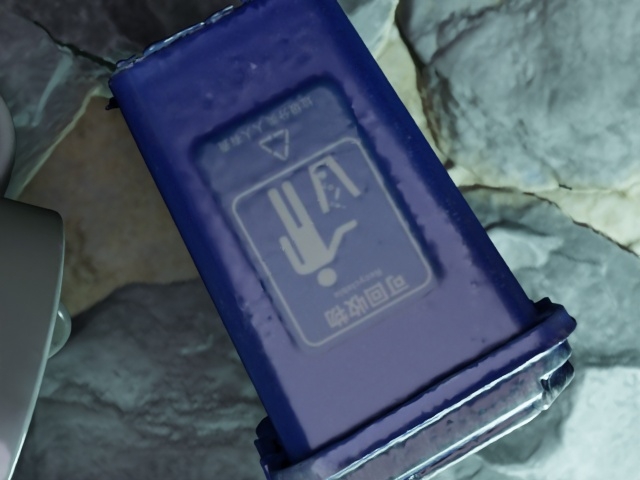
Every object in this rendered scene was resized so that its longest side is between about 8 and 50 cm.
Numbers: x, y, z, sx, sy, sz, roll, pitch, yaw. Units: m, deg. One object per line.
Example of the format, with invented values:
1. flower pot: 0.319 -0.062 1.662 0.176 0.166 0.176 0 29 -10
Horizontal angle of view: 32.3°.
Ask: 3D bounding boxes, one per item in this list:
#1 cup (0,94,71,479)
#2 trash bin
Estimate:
1. cup: -0.240 0.033 0.491 0.257 0.219 0.290 17 66 -14
2. trash bin: 0.000 0.000 0.557 0.162 0.184 0.235 -30 93 -6
